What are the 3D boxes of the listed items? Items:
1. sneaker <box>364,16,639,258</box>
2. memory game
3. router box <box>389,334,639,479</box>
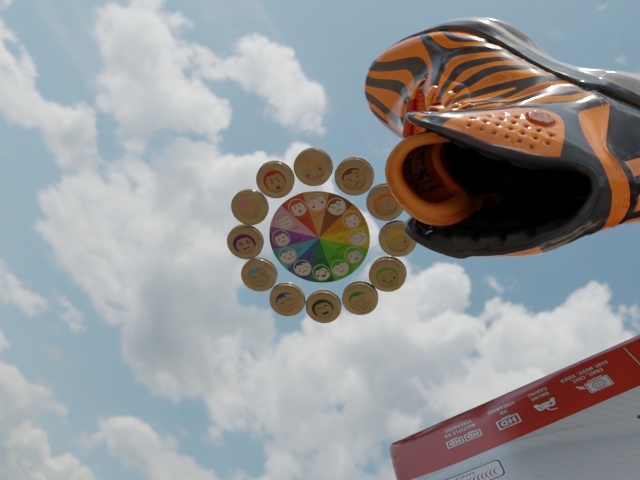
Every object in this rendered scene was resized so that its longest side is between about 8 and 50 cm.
[{"bbox_3d":[0.098,-0.087,0.549,0.321,0.180,0.124,28,-50,50],"label":"sneaker"},{"bbox_3d":[0.000,0.000,0.709,0.186,0.012,0.186,3,-65,6],"label":"memory game"},{"bbox_3d":[0.215,0.128,0.296,0.301,0.336,0.082,-101,166,-73],"label":"router box"}]
